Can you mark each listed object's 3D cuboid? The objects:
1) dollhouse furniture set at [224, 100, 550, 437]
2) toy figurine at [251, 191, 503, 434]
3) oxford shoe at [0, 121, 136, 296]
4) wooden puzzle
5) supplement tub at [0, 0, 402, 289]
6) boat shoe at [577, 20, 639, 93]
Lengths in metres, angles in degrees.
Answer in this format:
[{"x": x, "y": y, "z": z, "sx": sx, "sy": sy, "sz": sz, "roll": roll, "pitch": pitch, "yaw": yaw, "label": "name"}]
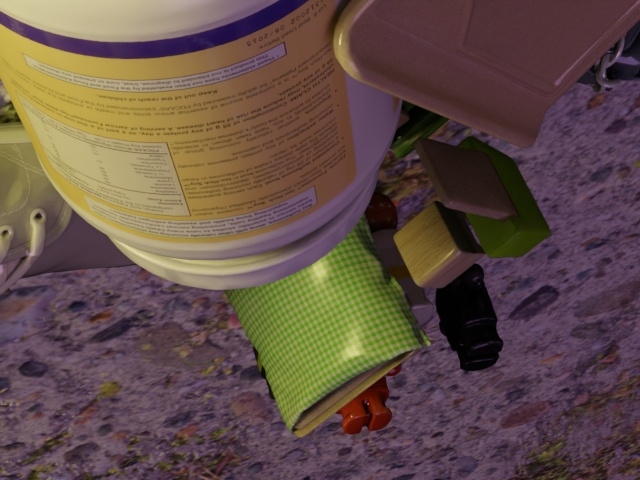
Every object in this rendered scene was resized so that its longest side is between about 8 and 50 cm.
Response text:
[{"x": 0.000, "y": 0.000, "z": 1.199, "sx": 0.301, "sy": 0.198, "sz": 0.151, "roll": -41, "pitch": 148, "yaw": 29, "label": "dollhouse furniture set"}, {"x": 0.042, "y": 0.062, "z": 1.401, "sx": 0.213, "sy": 0.148, "sz": 0.209, "roll": -34, "pitch": 143, "yaw": 23, "label": "toy figurine"}, {"x": -0.272, "y": -0.004, "z": 1.079, "sx": 0.449, "sy": 0.130, "sz": 0.169, "roll": 3, "pitch": 140, "yaw": -40, "label": "oxford shoe"}, {"x": 0.134, "y": -0.167, "z": 0.809, "sx": 0.239, "sy": 0.044, "sz": 0.221, "roll": -50, "pitch": 149, "yaw": 18, "label": "wooden puzzle"}, {"x": -0.074, "y": -0.135, "z": 0.880, "sx": 0.241, "sy": 0.241, "sz": 0.331, "roll": -20, "pitch": 151, "yaw": -5, "label": "supplement tub"}, {"x": 0.231, "y": -0.171, "z": 1.175, "sx": 0.319, "sy": 0.099, "sz": 0.116, "roll": -7, "pitch": 149, "yaw": -26, "label": "boat shoe"}]
